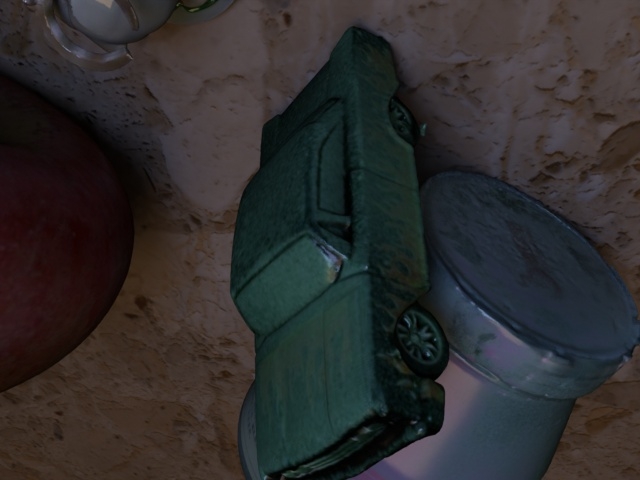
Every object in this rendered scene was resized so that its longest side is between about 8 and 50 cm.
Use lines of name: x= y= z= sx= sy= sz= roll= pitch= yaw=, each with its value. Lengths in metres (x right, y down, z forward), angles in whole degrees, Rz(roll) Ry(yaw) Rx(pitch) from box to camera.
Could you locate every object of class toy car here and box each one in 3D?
toy car: x=0.000 y=0.000 z=0.510 sx=0.097 sy=0.320 sz=0.141 roll=23 pitch=136 yaw=-28

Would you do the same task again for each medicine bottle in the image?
medicine bottle: x=0.092 y=0.109 z=0.630 sx=0.245 sy=0.245 sz=0.289 roll=27 pitch=124 yaw=-5

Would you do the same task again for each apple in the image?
apple: x=-0.338 y=-0.004 z=0.614 sx=0.345 sy=0.344 sz=0.269 roll=30 pitch=110 yaw=-8

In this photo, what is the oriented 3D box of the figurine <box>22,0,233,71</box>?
figurine: x=-0.128 y=-0.178 z=0.508 sx=0.132 sy=0.153 sz=0.132 roll=9 pitch=132 yaw=10
